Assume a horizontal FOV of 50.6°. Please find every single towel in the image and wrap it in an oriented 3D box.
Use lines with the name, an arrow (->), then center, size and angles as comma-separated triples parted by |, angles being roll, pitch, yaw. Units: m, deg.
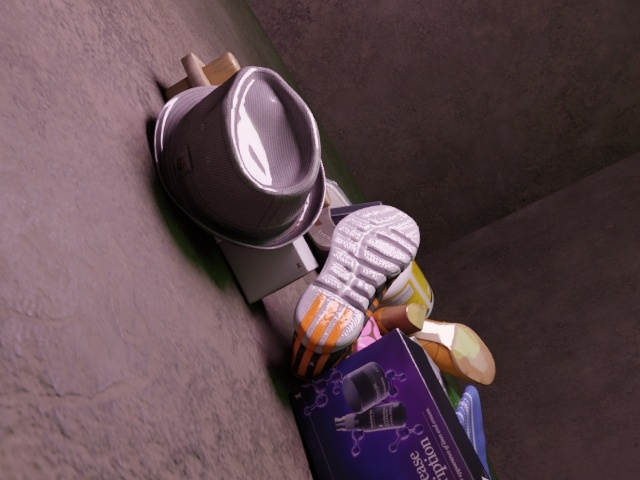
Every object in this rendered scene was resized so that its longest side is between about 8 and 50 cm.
towel -> 0.256, 0.437, 1.198 | 0.336, 0.040, 0.243 | -38, 122, -63

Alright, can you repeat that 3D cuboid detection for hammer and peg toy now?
hammer and peg toy -> -0.112, -0.151, 1.171 | 0.266, 0.127, 0.361 | 64, 9, 15

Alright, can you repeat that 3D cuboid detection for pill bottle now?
pill bottle -> 0.169, 0.102, 1.786 | 0.334, 0.188, 0.188 | 51, 15, -52

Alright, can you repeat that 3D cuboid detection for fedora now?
fedora -> -0.087, -0.129, 0.892 | 0.244, 0.124, 0.275 | 7, 61, -24

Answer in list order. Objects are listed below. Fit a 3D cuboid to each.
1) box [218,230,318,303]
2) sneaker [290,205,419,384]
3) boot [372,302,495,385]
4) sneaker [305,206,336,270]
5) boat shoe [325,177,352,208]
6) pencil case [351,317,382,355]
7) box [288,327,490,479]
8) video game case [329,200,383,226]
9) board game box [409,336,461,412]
box -> -0.074, 0.022, 0.982 | 0.102, 0.101, 0.087 | 61, 10, 1
sneaker -> 0.037, 0.087, 1.041 | 0.125, 0.321, 0.180 | 32, -40, 12
boot -> 0.221, 0.238, 1.504 | 0.295, 0.211, 0.104 | 36, 57, -19
sneaker -> 0.000, 0.000, 1.565 | 0.222, 0.083, 0.118 | -115, -169, -55
boat shoe -> 0.077, -0.047, 1.927 | 0.319, 0.116, 0.099 | 54, 16, -20
pencil case -> 0.068, 0.163, 1.365 | 0.095, 0.098, 0.209 | 68, -1, -69
box -> 0.094, 0.277, 0.878 | 0.103, 0.184, 0.261 | 38, 21, -52
video game case -> 0.093, -0.034, 1.742 | 0.274, 0.196, 0.026 | 43, 43, -65
board game box -> 0.232, 0.443, 1.335 | 0.390, 0.050, 0.389 | 52, 31, -49
